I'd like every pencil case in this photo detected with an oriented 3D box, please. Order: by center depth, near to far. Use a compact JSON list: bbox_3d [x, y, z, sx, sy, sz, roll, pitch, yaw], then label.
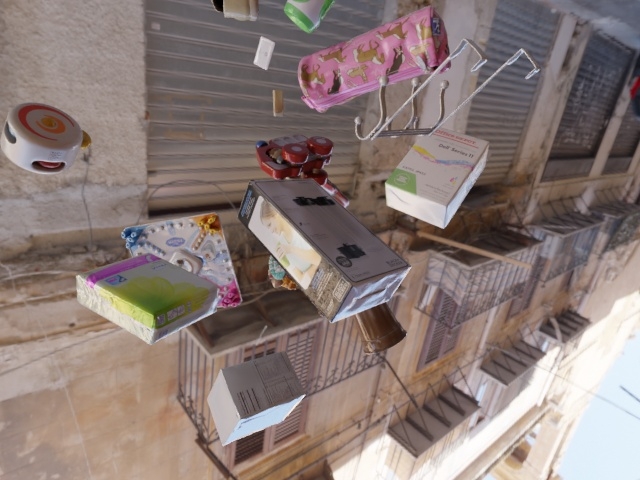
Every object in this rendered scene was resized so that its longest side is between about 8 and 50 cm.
[{"bbox_3d":[0.132,-0.460,1.079,0.387,0.159,0.167,-9,-156,26],"label":"pencil case"}]

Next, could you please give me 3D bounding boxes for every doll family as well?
[{"bbox_3d":[-0.032,0.116,1.230,0.263,0.118,0.163,29,-146,13],"label":"doll family"}]

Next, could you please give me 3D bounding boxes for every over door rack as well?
[{"bbox_3d":[0.254,-0.326,0.890,0.240,0.108,0.324,-15,174,-38],"label":"over door rack"}]

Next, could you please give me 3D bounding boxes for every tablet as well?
[{"bbox_3d":[-0.173,-0.575,1.271,0.054,0.083,0.006,32,-151,14],"label":"tablet"}]

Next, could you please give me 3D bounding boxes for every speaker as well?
[{"bbox_3d":[0.017,-0.813,1.296,0.131,0.296,0.131,37,-168,-9],"label":"speaker"}]

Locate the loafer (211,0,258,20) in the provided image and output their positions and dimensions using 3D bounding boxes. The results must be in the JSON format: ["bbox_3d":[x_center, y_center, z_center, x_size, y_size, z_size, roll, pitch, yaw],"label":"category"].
[{"bbox_3d":[-0.237,-0.634,1.046,0.092,0.101,0.268,-13,-134,-24],"label":"loafer"}]

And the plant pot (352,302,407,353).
[{"bbox_3d":[0.192,0.283,1.450,0.167,0.165,0.167,-26,-178,1],"label":"plant pot"}]

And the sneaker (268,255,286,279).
[{"bbox_3d":[-0.099,0.033,1.168,0.065,0.166,0.076,-4,160,26],"label":"sneaker"}]

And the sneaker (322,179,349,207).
[{"bbox_3d":[0.024,-0.202,1.929,0.115,0.136,0.314,54,-169,26],"label":"sneaker"}]

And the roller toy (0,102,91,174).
[{"bbox_3d":[-0.827,-0.308,1.240,0.210,0.146,0.191,33,-145,-21],"label":"roller toy"}]

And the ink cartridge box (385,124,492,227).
[{"bbox_3d":[0.381,-0.231,1.295,0.207,0.119,0.353,26,-114,27],"label":"ink cartridge box"}]

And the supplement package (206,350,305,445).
[{"bbox_3d":[-0.189,0.448,1.189,0.203,0.194,0.149,-6,-129,-36],"label":"supplement package"}]

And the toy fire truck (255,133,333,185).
[{"bbox_3d":[-0.111,-0.317,1.572,0.302,0.169,0.254,-26,-130,-39],"label":"toy fire truck"}]

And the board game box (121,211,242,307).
[{"bbox_3d":[-0.541,0.109,1.621,0.391,0.389,0.050,-9,-163,7],"label":"board game box"}]

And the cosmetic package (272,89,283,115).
[{"bbox_3d":[-0.196,-0.635,1.911,0.041,0.114,0.060,-5,-160,-13],"label":"cosmetic package"}]

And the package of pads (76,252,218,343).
[{"bbox_3d":[-0.451,0.142,1.103,0.297,0.101,0.229,20,-158,24],"label":"package of pads"}]

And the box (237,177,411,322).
[{"bbox_3d":[0.000,0.000,0.755,0.169,0.087,0.290,-12,-133,-46],"label":"box"}]
